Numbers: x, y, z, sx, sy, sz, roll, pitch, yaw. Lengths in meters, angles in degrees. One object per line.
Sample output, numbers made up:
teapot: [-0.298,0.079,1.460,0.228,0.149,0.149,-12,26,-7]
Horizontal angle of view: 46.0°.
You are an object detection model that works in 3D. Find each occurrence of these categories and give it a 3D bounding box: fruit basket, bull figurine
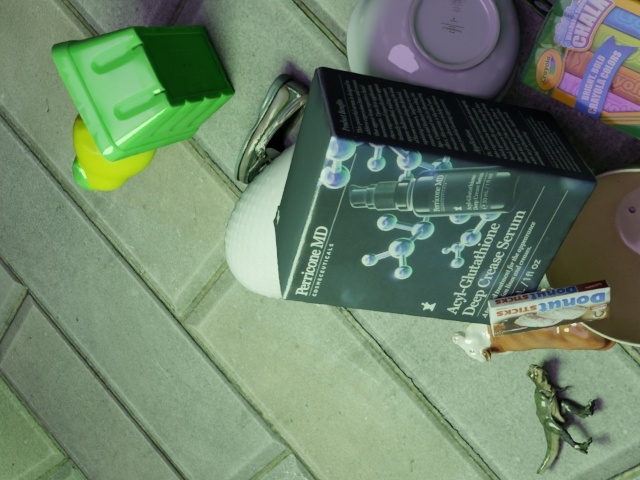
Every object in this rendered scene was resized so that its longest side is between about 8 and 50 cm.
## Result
fruit basket: [-0.407,-0.277,1.575,0.392,0.392,0.283,-19,99,38]
bull figurine: [0.386,0.135,1.395,0.310,0.101,0.188,-7,104,36]

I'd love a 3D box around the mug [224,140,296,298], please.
mug: [0.000,0.000,1.515,0.374,0.276,0.328,34,139,-21]

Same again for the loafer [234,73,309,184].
loafer: [-0.102,-0.215,1.576,0.084,0.096,0.267,34,123,10]

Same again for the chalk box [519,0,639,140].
chalk box: [0.427,-0.297,1.133,0.289,0.180,0.179,32,124,20]

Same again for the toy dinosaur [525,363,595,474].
toy dinosaur: [0.468,0.352,1.465,0.118,0.064,0.268,5,115,39]

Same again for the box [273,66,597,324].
box: [0.154,-0.058,1.155,0.396,0.212,0.293,8,127,-13]

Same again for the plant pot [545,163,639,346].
plant pot: [0.519,0.000,1.190,0.284,0.191,0.284,14,117,29]

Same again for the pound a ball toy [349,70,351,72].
pound a ball toy: [0.169,-0.183,1.385,0.136,0.208,0.319,-29,106,16]

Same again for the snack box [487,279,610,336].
snack box: [0.350,0.104,1.152,0.178,0.022,0.064,-11,126,7]

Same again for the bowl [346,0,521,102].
bowl: [0.197,-0.327,1.197,0.298,0.134,0.297,0,91,-6]
